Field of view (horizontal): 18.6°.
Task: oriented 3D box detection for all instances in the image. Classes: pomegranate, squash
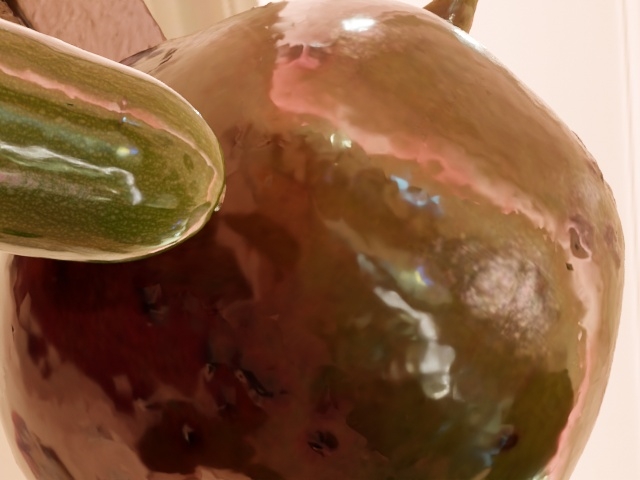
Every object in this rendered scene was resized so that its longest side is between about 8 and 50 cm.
[{"bbox_3d":[0.008,0.023,0.875,0.291,0.323,0.290,8,-68,20],"label":"pomegranate"},{"bbox_3d":[-0.145,-0.046,0.523,0.252,0.066,0.066,19,-52,-16],"label":"squash"}]

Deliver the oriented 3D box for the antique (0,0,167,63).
[{"bbox_3d":[-0.136,-0.083,1.166,0.093,0.087,0.310,7,-34,31],"label":"antique"}]
